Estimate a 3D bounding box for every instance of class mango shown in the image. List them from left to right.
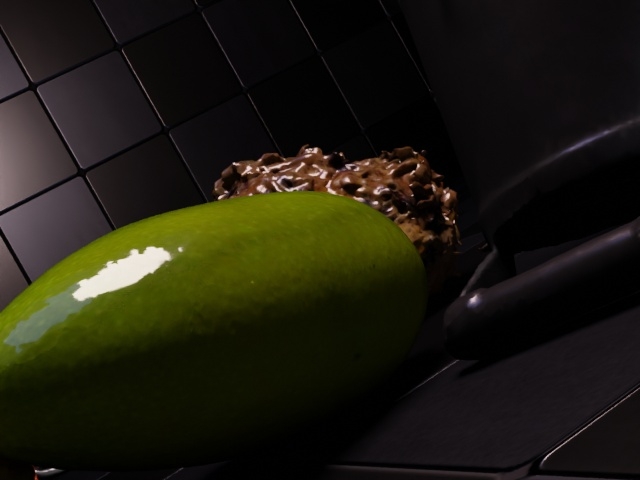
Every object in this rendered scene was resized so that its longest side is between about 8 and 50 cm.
[{"bbox_3d":[-0.071,0.055,0.684,0.192,0.156,0.343,-20,-6,36],"label":"mango"}]

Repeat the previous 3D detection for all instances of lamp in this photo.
[{"bbox_3d":[0.161,-0.129,0.746,0.205,0.272,0.374,-30,1,37],"label":"lamp"}]

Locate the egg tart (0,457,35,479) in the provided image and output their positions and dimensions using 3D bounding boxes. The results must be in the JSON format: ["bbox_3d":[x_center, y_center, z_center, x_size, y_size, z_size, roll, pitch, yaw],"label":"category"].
[{"bbox_3d":[-0.234,0.196,0.580,0.241,0.106,0.241,-30,4,2],"label":"egg tart"}]

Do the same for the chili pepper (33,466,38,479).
[{"bbox_3d":[-0.392,0.256,0.916,0.338,0.135,0.131,-26,-14,-11],"label":"chili pepper"}]

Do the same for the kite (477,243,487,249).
[{"bbox_3d":[0.221,-0.023,1.149,0.160,0.010,0.183,-33,-4,35],"label":"kite"}]

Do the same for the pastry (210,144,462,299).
[{"bbox_3d":[0.000,0.000,1.027,0.274,0.193,0.275,-29,0,0],"label":"pastry"}]

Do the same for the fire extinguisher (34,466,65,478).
[{"bbox_3d":[-0.286,0.210,1.392,0.294,0.118,0.093,-31,-33,-44],"label":"fire extinguisher"}]
